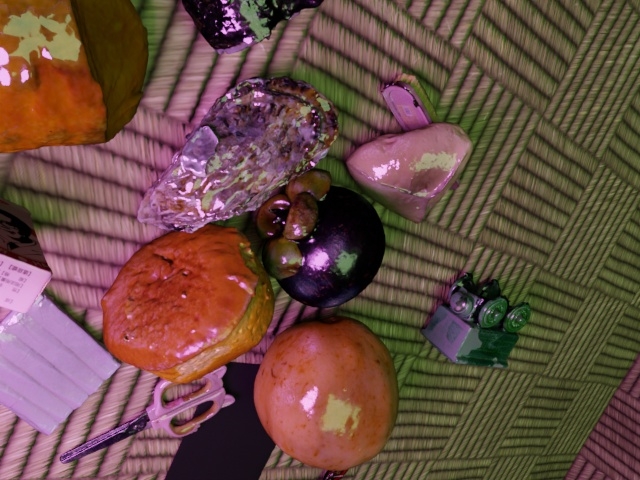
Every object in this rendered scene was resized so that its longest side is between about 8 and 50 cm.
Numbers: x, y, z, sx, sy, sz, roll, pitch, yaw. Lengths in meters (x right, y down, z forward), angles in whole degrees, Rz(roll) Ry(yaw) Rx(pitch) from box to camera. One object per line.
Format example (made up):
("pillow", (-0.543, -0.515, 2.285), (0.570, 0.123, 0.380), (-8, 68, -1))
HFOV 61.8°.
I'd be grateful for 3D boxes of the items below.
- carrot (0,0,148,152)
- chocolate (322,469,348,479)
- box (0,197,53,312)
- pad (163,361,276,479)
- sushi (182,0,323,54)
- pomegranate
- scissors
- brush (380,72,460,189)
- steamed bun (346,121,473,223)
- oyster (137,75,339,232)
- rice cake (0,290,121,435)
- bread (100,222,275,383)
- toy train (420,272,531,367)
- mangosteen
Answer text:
("carrot", (-0.326, -0.211, 0.565), (0.340, 0.241, 0.242), (-18, 122, -26))
("chocolate", (0.061, 0.558, 1.361), (0.086, 0.028, 0.182), (23, 100, -47))
("box", (-0.478, -0.049, 0.556), (0.353, 0.214, 0.069), (34, 91, -40))
("pad", (-0.183, 0.421, 1.136), (0.247, 0.007, 0.368), (17, 103, -39))
("sushi", (-0.079, -0.349, 0.726), (0.212, 0.147, 0.115), (-35, 129, -11))
("pomegranate", (0.019, 0.287, 1.042), (0.307, 0.307, 0.307), (-16, 121, -28))
("scissors", (-0.315, 0.328, 0.986), (0.317, 0.024, 0.160), (-20, 123, -21))
("brush", (0.220, -0.211, 1.059), (0.067, 0.072, 0.313), (-57, 133, -16))
("steamed bun", (0.186, -0.127, 1.002), (0.231, 0.110, 0.212), (26, 126, -38))
("oyster", (-0.131, -0.126, 0.820), (0.351, 0.162, 0.158), (-35, 169, -6))
("rice cake", (-0.431, 0.192, 0.827), (0.189, 0.037, 0.198), (-45, 130, -7))
("bread", (-0.197, 0.089, 0.810), (0.268, 0.268, 0.146), (-44, 140, -8))
("toy train", (0.401, 0.201, 1.341), (0.266, 0.145, 0.202), (14, 107, -38))
("mangosteen", (0.000, 0.000, 0.919), (0.243, 0.243, 0.243), (-16, 121, -28))
